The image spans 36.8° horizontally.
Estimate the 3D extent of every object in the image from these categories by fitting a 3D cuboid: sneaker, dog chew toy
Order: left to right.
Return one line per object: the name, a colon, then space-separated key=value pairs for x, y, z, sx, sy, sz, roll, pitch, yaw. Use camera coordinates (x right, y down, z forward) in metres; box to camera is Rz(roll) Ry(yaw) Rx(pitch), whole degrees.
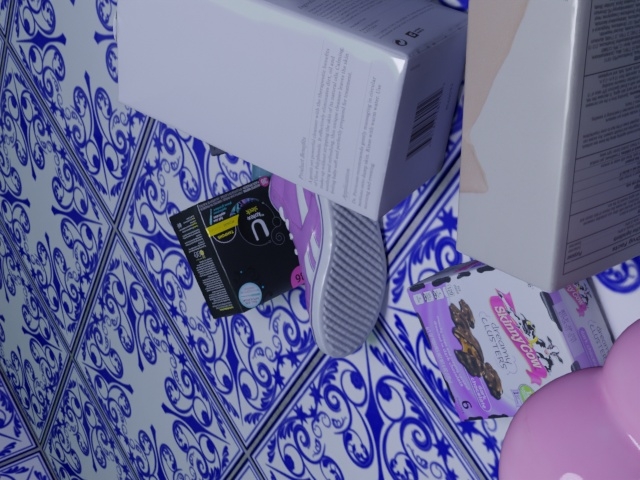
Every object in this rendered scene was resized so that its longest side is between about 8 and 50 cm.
sneaker: x=0.001 y=0.000 z=1.230 sx=0.161 sy=0.102 sz=0.282 roll=14 pitch=106 yaw=54
dog chew toy: x=0.302 y=0.149 z=0.788 sx=0.332 sy=0.206 sz=0.207 roll=-51 pitch=61 yaw=24

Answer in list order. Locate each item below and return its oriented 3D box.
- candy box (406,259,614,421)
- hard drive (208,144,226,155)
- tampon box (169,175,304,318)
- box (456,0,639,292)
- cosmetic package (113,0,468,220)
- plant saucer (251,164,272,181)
candy box: x=0.202 y=0.097 z=1.012 sx=0.196 sy=0.070 sz=0.165 roll=-22 pitch=91 yaw=55
hard drive: x=-0.100 y=-0.246 z=1.251 sx=0.172 sy=0.054 sz=0.255 roll=-6 pitch=92 yaw=50
tampon box: x=-0.113 y=0.011 z=1.341 sx=0.101 sy=0.120 sz=0.161 roll=-17 pitch=98 yaw=59
box: x=0.214 y=-0.128 z=0.838 sx=0.121 sy=0.148 sz=0.311 roll=27 pitch=125 yaw=46
cosmetic package: x=-0.042 y=-0.196 z=1.050 sx=0.365 sy=0.155 sz=0.197 roll=28 pitch=130 yaw=23
plant saucer: x=-0.065 y=-0.155 z=1.307 sx=0.067 sy=0.018 sz=0.192 roll=34 pitch=130 yaw=41
